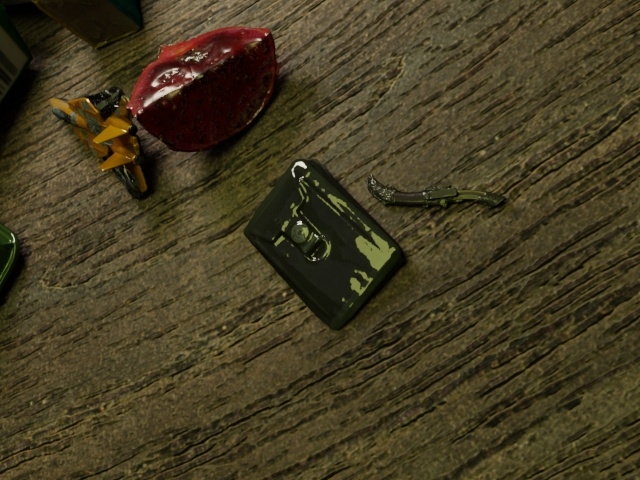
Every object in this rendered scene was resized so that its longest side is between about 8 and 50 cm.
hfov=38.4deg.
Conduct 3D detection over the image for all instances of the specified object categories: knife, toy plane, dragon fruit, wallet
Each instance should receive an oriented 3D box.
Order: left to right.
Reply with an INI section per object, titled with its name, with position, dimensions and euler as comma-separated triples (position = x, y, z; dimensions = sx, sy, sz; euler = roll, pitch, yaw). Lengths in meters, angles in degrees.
[toy plane]
position = -0.398, -0.211, 1.638
dimensions = 0.103, 0.204, 0.316
euler = -21, 35, -25
[dragon fruit]
position = -0.201, -0.261, 1.546
dimensions = 0.262, 0.134, 0.211
euler = -32, 44, -8
[wallet]
position = 0.000, 0.000, 1.381
dimensions = 0.168, 0.052, 0.245
euler = -49, 60, 9
[knife]
position = 0.159, -0.064, 1.332
dimensions = 0.222, 0.021, 0.046
euler = 10, 74, 31

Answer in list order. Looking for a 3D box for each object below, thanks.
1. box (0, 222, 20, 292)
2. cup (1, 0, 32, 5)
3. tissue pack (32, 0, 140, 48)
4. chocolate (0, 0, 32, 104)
[box]
position = -0.728, 0.076, 1.661
dimensions = 0.252, 0.178, 0.329
euler = 26, 85, 34
[cup]
position = -0.690, -0.615, 1.792
dimensions = 0.274, 0.356, 0.260
euler = 0, 67, 30
[tissue pack]
position = -0.450, -0.522, 1.724
dimensions = 0.134, 0.192, 0.271
euler = -21, 63, 18
[chocolate]
position = -0.769, -0.298, 1.786
dimensions = 0.341, 0.161, 0.360
euler = 12, 66, 37
